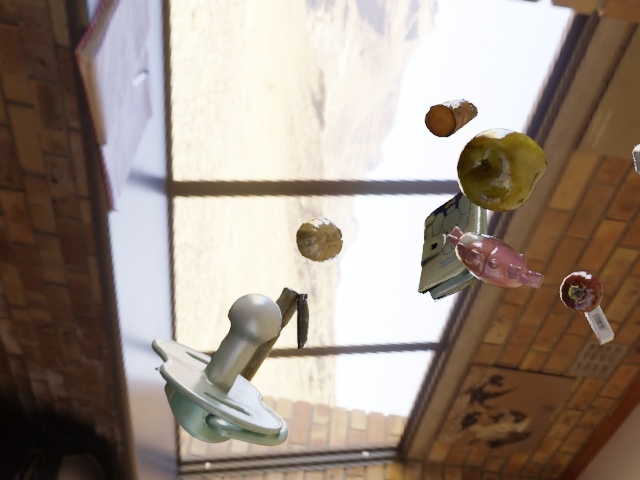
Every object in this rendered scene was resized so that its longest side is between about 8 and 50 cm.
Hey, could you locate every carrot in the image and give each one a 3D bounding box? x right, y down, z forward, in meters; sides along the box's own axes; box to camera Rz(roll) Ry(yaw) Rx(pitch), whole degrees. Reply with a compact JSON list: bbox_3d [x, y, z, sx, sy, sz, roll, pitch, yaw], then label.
[{"bbox_3d":[0.377,-0.344,2.130,0.263,0.102,0.102,-26,131,-54],"label":"carrot"}]

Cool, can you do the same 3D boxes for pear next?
[{"bbox_3d":[0.403,-0.159,1.748,0.200,0.200,0.200,-171,-90,-88],"label":"pear"}]

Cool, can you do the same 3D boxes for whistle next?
[{"bbox_3d":[-0.156,0.280,2.204,0.326,0.068,0.057,-57,149,-6],"label":"whistle"}]

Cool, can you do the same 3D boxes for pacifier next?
[{"bbox_3d":[-0.152,0.224,1.402,0.269,0.288,0.343,-57,-158,2],"label":"pacifier"}]

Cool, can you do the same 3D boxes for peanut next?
[{"bbox_3d":[0.000,0.000,2.149,0.290,0.130,0.130,44,54,-87],"label":"peanut"}]

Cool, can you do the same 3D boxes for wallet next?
[{"bbox_3d":[0.358,0.000,2.055,0.223,0.077,0.309,-39,-152,38],"label":"wallet"},{"bbox_3d":[-0.040,0.185,1.794,0.088,0.026,0.129,27,65,-84],"label":"wallet"}]

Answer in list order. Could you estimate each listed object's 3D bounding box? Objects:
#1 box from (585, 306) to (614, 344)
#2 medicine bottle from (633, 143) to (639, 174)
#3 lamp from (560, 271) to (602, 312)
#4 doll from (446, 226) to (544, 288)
[{"bbox_3d":[0.688,0.181,1.949,0.154,0.040,0.084,68,14,20],"label":"box"},{"bbox_3d":[1.126,-0.272,2.361,0.161,0.296,0.111,-16,93,-49],"label":"medicine bottle"},{"bbox_3d":[0.627,0.124,1.856,0.090,0.101,0.101,0,101,-50],"label":"lamp"},{"bbox_3d":[0.364,0.043,1.625,0.262,0.211,0.093,15,105,-53],"label":"doll"}]
